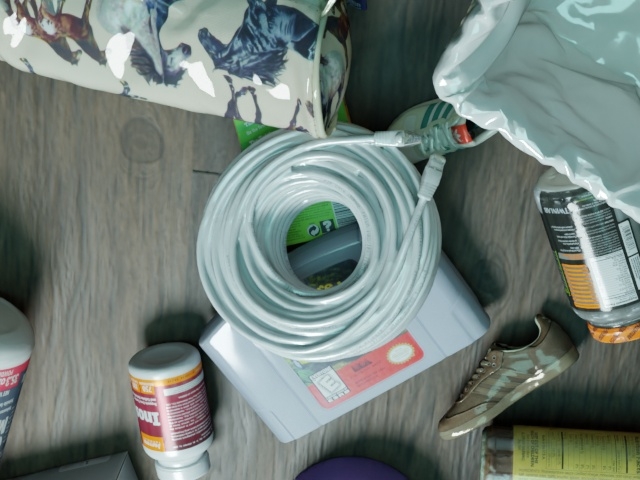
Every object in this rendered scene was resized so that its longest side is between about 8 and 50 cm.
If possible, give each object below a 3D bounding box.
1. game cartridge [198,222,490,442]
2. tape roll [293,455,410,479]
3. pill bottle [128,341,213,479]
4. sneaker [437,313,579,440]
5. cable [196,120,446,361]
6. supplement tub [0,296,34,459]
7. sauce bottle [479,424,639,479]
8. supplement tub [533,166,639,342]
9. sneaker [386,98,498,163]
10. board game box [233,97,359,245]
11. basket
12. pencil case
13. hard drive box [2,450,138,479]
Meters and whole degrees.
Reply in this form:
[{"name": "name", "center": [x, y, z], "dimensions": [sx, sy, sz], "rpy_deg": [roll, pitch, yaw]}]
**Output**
[{"name": "game cartridge", "center": [0.019, 0.094, 1.726], "dimensions": [0.294, 0.060, 0.196], "rpy_deg": [-31, 109, 17]}, {"name": "tape roll", "center": [0.038, 0.360, 1.822], "dimensions": [0.189, 0.080, 0.189], "rpy_deg": [2, 109, 5]}, {"name": "pill bottle", "center": [-0.172, 0.203, 1.782], "dimensions": [0.086, 0.086, 0.152], "rpy_deg": [-6, 109, 8]}, {"name": "sneaker", "center": [0.204, 0.156, 1.750], "dimensions": [0.188, 0.066, 0.071], "rpy_deg": [-35, 86, 11]}, {"name": "cable", "center": [0.000, 0.000, 1.613], "dimensions": [0.257, 0.089, 0.257], "rpy_deg": [10, 88, 17]}, {"name": "supplement tub", "center": [-0.450, 0.197, 1.742], "dimensions": [0.191, 0.191, 0.272], "rpy_deg": [18, 106, -1]}, {"name": "sauce bottle", "center": [0.354, 0.275, 1.744], "dimensions": [0.344, 0.111, 0.111], "rpy_deg": [5, 110, 4]}, {"name": "supplement tub", "center": [0.311, 0.007, 1.647], "dimensions": [0.117, 0.117, 0.190], "rpy_deg": [-17, 108, 11]}, {"name": "sneaker", "center": [0.136, -0.122, 1.638], "dimensions": [0.161, 0.075, 0.057], "rpy_deg": [-22, 106, 13]}, {"name": "board game box", "center": [-0.029, -0.125, 1.676], "dimensions": [0.124, 0.039, 0.259], "rpy_deg": [-12, 111, 8]}, {"name": "basket", "center": [0.331, -0.229, 1.463], "dimensions": [0.331, 0.266, 0.328], "rpy_deg": [31, 117, -6]}, {"name": "pencil case", "center": [-0.166, -0.233, 1.556], "dimensions": [0.410, 0.160, 0.183], "rpy_deg": [14, 124, 9]}, {"name": "hard drive box", "center": [-0.289, 0.396, 1.862], "dimensions": [0.181, 0.089, 0.232], "rpy_deg": [-13, 109, 10]}]
